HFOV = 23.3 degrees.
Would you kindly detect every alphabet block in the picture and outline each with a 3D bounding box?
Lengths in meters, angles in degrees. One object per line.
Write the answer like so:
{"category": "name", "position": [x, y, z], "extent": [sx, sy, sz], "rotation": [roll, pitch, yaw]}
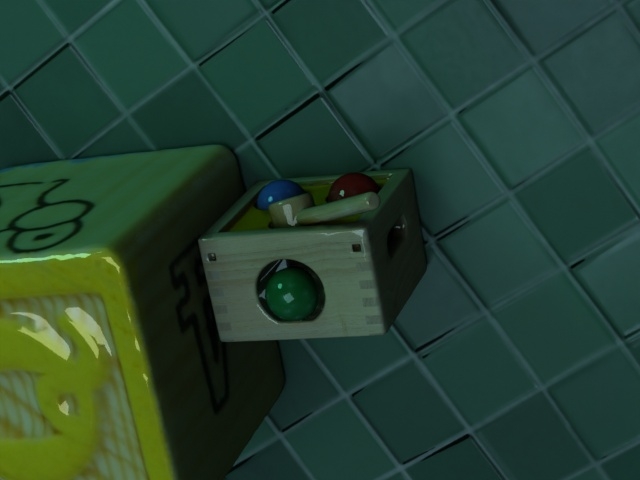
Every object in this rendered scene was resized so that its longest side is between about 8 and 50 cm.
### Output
{"category": "alphabet block", "position": [-0.153, 0.063, 1.010], "extent": [0.192, 0.197, 0.193], "rotation": [-6, 110, 21]}

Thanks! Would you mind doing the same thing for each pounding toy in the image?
{"category": "pounding toy", "position": [0.000, 0.000, 0.963], "extent": [0.130, 0.141, 0.100], "rotation": [-4, 110, 20]}
